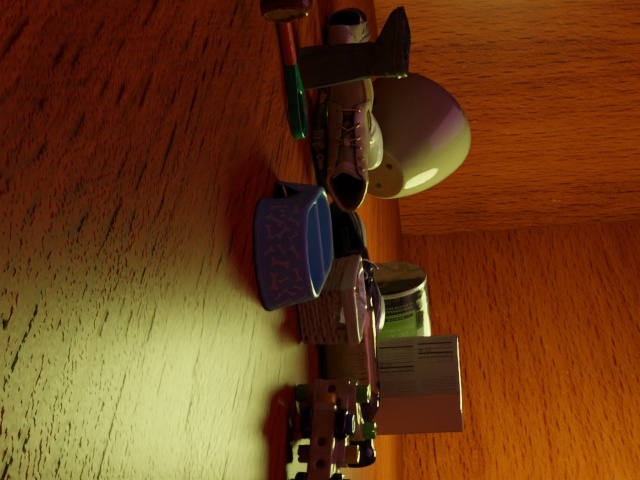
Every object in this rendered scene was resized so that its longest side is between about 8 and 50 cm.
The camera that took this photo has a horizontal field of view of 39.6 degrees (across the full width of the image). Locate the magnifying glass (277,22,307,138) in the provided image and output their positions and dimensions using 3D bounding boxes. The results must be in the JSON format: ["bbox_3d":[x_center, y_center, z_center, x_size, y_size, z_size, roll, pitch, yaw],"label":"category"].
[{"bbox_3d":[-0.050,-0.285,1.550,0.092,0.026,0.231,-79,165,-58],"label":"magnifying glass"}]

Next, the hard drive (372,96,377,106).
[{"bbox_3d":[0.069,-0.346,1.982,0.135,0.022,0.094,58,41,-14],"label":"hard drive"}]

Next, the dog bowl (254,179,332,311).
[{"bbox_3d":[-0.034,0.001,1.346,0.297,0.074,0.166,-60,145,-74],"label":"dog bowl"}]

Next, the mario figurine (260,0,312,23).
[{"bbox_3d":[-0.054,-0.475,1.256,0.198,0.170,0.320,136,-31,-73],"label":"mario figurine"}]

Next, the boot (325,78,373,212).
[{"bbox_3d":[0.054,-0.209,1.764,0.203,0.095,0.262,-83,174,-47],"label":"boot"}]

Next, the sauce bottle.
[{"bbox_3d":[0.060,0.266,1.732,0.111,0.111,0.344,-48,135,-78],"label":"sauce bottle"}]

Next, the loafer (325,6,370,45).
[{"bbox_3d":[0.067,-0.517,2.148,0.268,0.102,0.092,-79,169,-57],"label":"loafer"}]

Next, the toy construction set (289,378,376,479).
[{"bbox_3d":[0.028,0.358,1.412,0.215,0.151,0.327,73,5,-58],"label":"toy construction set"}]

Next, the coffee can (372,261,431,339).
[{"bbox_3d":[0.167,0.214,2.147,0.201,0.202,0.275,-72,156,-68],"label":"coffee can"}]

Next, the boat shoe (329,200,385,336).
[{"bbox_3d":[0.062,0.058,1.833,0.105,0.113,0.306,57,27,-59],"label":"boat shoe"}]

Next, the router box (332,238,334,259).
[{"bbox_3d":[0.000,0.000,1.683,0.092,0.038,0.122,-30,116,-81],"label":"router box"}]

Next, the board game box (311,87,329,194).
[{"bbox_3d":[0.012,-0.227,1.905,0.259,0.030,0.136,-83,164,-50],"label":"board game box"}]

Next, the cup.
[{"bbox_3d":[0.199,-0.246,2.361,0.237,0.331,0.331,-49,142,-39],"label":"cup"}]

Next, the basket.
[{"bbox_3d":[0.021,0.104,1.564,0.167,0.103,0.113,-70,155,-71],"label":"basket"}]

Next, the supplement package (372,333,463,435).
[{"bbox_3d":[0.177,0.322,1.952,0.204,0.262,0.145,74,15,-54],"label":"supplement package"}]

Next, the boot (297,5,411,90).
[{"bbox_3d":[0.064,-0.364,1.697,0.076,0.208,0.189,63,28,-44],"label":"boot"}]

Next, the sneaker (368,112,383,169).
[{"bbox_3d":[0.074,-0.278,2.118,0.169,0.108,0.292,-74,149,-62],"label":"sneaker"}]
